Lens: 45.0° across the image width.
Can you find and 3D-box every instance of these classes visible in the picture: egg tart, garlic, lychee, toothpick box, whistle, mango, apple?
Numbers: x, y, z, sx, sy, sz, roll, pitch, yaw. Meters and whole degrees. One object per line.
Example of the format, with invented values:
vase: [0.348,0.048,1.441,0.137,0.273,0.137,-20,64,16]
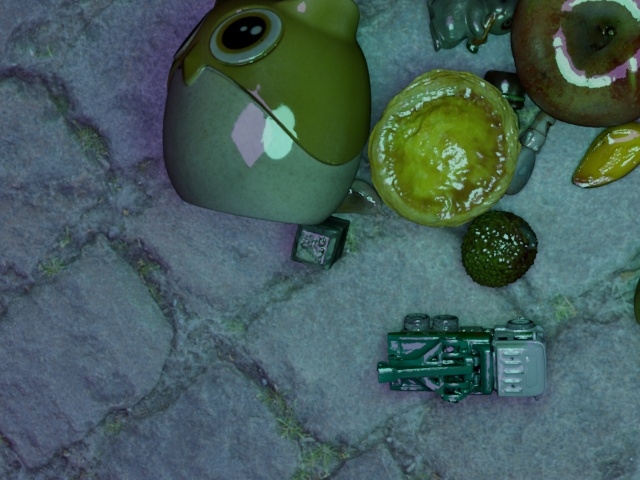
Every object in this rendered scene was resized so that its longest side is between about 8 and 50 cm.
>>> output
egg tart: [0.240,-0.186,1.535,0.318,0.128,0.319,-1,111,-2]
garlic: [0.078,-0.097,1.687,0.152,0.066,0.084,2,127,15]
lychee: [0.365,0.020,1.602,0.171,0.171,0.171,2,100,11]
toothpick box: [-0.105,-0.264,1.509,0.408,0.409,0.426,12,95,9]
whistle: [0.419,-0.183,1.587,0.057,0.107,0.220,32,92,31]
mango: [0.592,-0.173,1.566,0.101,0.066,0.187,43,110,-7]
apple: [0.526,-0.382,1.433,0.348,0.277,0.349,3,100,14]

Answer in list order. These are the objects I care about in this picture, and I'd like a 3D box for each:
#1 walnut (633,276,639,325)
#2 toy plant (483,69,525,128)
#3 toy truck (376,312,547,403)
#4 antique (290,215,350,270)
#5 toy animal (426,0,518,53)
walnut: [0.767,0.109,1.482,0.282,0.253,0.277,35,104,3]
toy plant: [0.367,-0.263,1.582,0.092,0.093,0.162,9,104,10]
toy truck: [0.302,0.260,1.645,0.363,0.178,0.177,-2,99,9]
antique: [0.000,0.000,1.653,0.086,0.183,0.088,15,102,9]
toy animal: [0.331,-0.455,1.545,0.236,0.108,0.138,-18,95,13]
